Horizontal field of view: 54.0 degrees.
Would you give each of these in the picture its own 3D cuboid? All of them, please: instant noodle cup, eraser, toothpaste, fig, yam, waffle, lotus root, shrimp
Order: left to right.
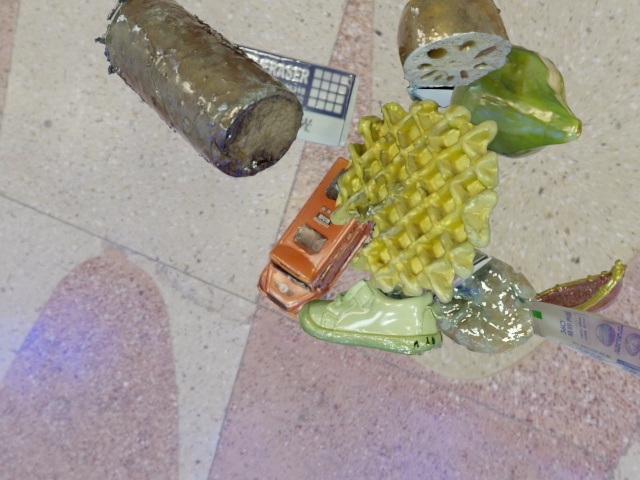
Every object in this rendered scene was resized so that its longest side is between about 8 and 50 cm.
[{"bbox_3d":[-0.145,-0.183,0.725,0.280,0.131,0.131,44,110,32],"label":"yam"},{"bbox_3d":[-0.087,-0.234,0.989,0.279,0.081,0.124,9,105,-17],"label":"eraser"},{"bbox_3d":[0.121,-0.053,0.825,0.250,0.056,0.261,22,99,42],"label":"waffle"},{"bbox_3d":[0.345,-0.486,1.749,0.240,0.240,0.178,0,80,19],"label":"instant noodle cup"},{"bbox_3d":[0.295,0.099,1.467,0.446,0.110,0.221,33,108,26],"label":"shrimp"},{"bbox_3d":[0.151,-0.234,0.721,0.122,0.112,0.081,-1,82,-8],"label":"lotus root"},{"bbox_3d":[0.350,-0.222,1.095,0.206,0.275,0.206,-8,123,-13],"label":"fig"},{"bbox_3d":[0.434,0.154,0.927,0.301,0.048,0.075,21,61,-12],"label":"toothpaste"}]

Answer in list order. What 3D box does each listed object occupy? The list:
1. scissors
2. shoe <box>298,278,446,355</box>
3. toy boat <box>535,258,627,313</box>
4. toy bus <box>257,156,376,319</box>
[{"bbox_3d":[0.251,0.077,1.188,0.176,0.085,0.022,-34,51,-9],"label":"scissors"},{"bbox_3d":[0.093,0.129,1.096,0.262,0.140,0.128,11,83,32],"label":"shoe"},{"bbox_3d":[0.605,0.132,1.503,0.099,0.141,0.318,47,141,-6],"label":"toy boat"},{"bbox_3d":[0.000,0.000,1.287,0.143,0.153,0.329,35,86,16],"label":"toy bus"}]
